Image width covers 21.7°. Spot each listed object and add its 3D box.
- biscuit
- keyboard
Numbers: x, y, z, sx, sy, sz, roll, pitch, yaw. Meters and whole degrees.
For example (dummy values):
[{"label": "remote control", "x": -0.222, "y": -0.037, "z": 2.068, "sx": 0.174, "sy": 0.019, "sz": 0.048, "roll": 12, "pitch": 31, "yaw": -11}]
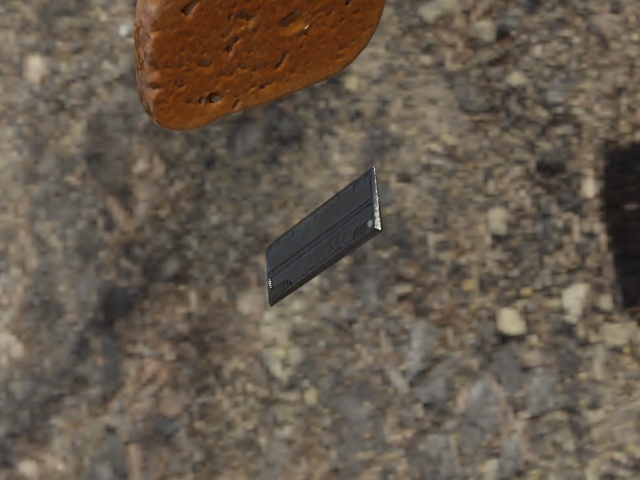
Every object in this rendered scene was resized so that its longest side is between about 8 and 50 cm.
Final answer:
[{"label": "biscuit", "x": -0.037, "y": -0.172, "z": 1.078, "sx": 0.036, "sy": 0.192, "sz": 0.186, "roll": 45, "pitch": 148, "yaw": 39}, {"label": "keyboard", "x": 0.000, "y": 0.000, "z": 1.504, "sx": 0.198, "sy": 0.010, "sz": 0.064, "roll": -35, "pitch": 53, "yaw": 52}]
